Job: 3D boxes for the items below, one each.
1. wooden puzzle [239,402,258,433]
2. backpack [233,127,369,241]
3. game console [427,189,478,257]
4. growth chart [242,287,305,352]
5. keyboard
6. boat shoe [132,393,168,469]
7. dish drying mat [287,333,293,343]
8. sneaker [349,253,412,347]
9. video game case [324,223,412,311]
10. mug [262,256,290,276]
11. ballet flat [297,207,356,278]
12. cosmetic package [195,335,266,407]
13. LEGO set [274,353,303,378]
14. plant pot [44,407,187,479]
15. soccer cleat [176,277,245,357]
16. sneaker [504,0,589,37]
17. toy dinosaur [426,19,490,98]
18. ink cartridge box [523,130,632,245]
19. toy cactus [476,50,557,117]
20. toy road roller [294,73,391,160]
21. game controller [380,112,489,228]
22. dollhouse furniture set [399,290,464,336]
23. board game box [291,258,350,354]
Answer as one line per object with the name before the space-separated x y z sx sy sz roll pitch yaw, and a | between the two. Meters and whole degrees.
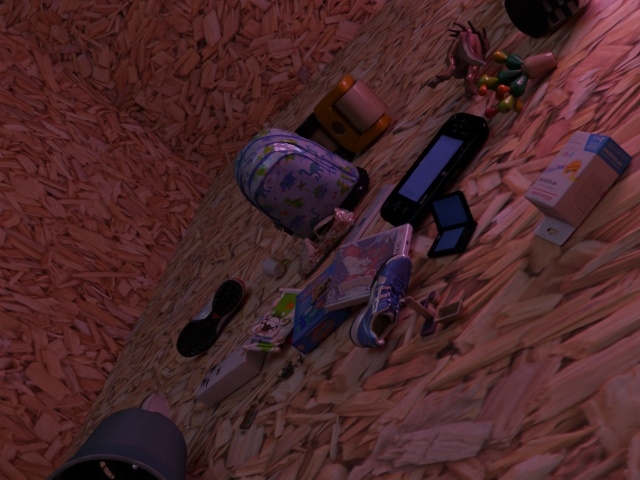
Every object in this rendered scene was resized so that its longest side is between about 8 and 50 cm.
wooden puzzle | -0.173 0.430 1.819 0.049 0.006 0.083 -25 32 56
backpack | -0.073 -0.163 2.144 0.290 0.355 0.273 -47 19 16
game console | 0.251 -0.031 1.527 0.107 0.071 0.122 -59 18 -20
growth chart | -0.111 0.208 1.987 0.172 0.021 0.237 -9 37 43
keyboard | 0.115 -0.047 2.014 0.256 0.014 0.072 -54 12 -7
boat shoe | -0.483 0.566 2.198 0.103 0.113 0.302 -41 31 30
dish drying mat | -0.058 0.245 1.886 0.032 0.008 0.083 -60 19 -20
sneaker | 0.139 0.126 1.521 0.081 0.080 0.211 6 70 63
video game case | 0.107 0.061 1.692 0.201 0.023 0.183 -20 40 37
mug | -0.136 0.079 2.330 0.078 0.062 0.064 -62 26 -7
ballet flat | 0.000 0.000 2.104 0.241 0.077 0.091 -49 18 13
cosmetic package | -0.243 0.358 2.051 0.239 0.060 0.099 -40 22 35
LEGO set | -0.070 0.305 1.789 0.083 0.023 0.054 -26 31 30
plant pot | -0.464 0.580 1.787 0.341 0.341 0.334 -50 10 9
soccer cleat | -0.356 0.257 2.507 0.318 0.108 0.116 -52 -3 7
sneaker | 0.560 -0.575 1.771 0.146 0.122 0.330 -37 14 -9
toy dinosaur | 0.369 -0.477 1.908 0.295 0.127 0.200 -35 -33 -86
ink cartridge box | 0.411 -0.088 1.245 0.181 0.061 0.104 -52 17 3
toy cactus | 0.440 -0.361 1.690 0.180 0.112 0.219 -19 30 28
toy road roller | 0.093 -0.412 2.484 0.329 0.202 0.240 -38 12 44
game controller | 0.264 -0.163 1.762 0.319 0.067 0.166 -53 17 1
dollhouse furniture set | 0.203 0.105 1.366 0.114 0.081 0.091 -29 29 52
board game box | 0.003 0.157 1.830 0.160 0.047 0.210 -43 20 22
